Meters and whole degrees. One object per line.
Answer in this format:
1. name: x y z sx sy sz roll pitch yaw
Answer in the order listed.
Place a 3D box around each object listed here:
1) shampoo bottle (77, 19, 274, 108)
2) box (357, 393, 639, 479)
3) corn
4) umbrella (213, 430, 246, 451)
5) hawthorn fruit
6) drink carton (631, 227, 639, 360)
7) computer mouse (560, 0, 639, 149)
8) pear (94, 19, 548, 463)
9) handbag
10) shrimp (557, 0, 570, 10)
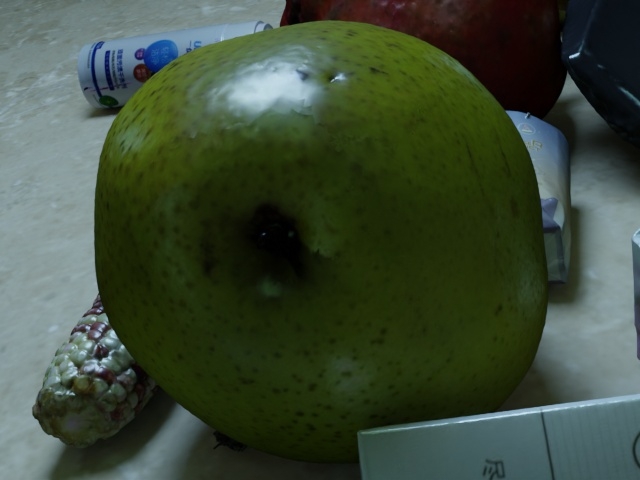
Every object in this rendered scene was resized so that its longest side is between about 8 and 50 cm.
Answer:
1. shampoo bottle: -0.164 -0.232 1.210 0.303 0.092 0.092 -3 31 16
2. box: 0.146 0.139 0.422 0.245 0.139 0.035 -10 -13 8
3. corn: -0.132 0.056 0.712 0.086 0.086 0.253 -1 33 21
4. umbrella: -0.046 0.121 0.634 0.083 0.020 0.031 -41 7 -41
5. hawthorn fruit: 0.115 -0.199 0.887 0.307 0.265 0.265 -5 27 -19
6. drink carton: 0.342 0.023 0.549 0.271 0.108 0.161 -20 30 -11
7. computer mouse: 0.300 -0.173 0.869 0.087 0.168 0.295 -40 11 48
8. pear: 0.000 0.000 0.564 0.294 0.294 0.294 -10 30 6
9. handbag: 0.144 -0.037 0.751 0.117 0.095 0.173 -2 35 18
10. shrimp: 0.273 -0.292 1.078 0.287 0.063 0.152 -4 18 -39
